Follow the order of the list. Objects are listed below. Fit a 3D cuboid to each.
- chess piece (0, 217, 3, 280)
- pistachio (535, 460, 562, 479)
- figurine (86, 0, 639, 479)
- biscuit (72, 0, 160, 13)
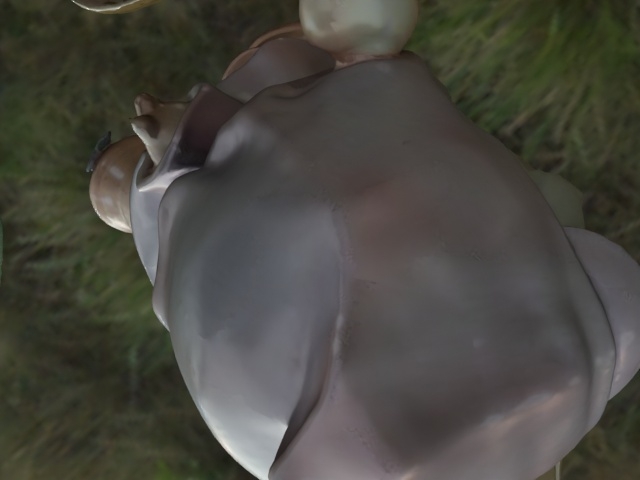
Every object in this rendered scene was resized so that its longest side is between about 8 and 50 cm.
[{"bbox_3d":[-0.238,0.018,0.393,0.194,0.299,0.195,23,121,44],"label":"chess piece"},{"bbox_3d":[0.054,0.104,0.807,0.152,0.126,0.223,-11,121,21],"label":"pistachio"},{"bbox_3d":[0.000,0.000,0.532,0.276,0.133,0.200,-137,32,-60],"label":"figurine"},{"bbox_3d":[-0.155,-0.271,0.826,0.320,0.047,0.183,43,101,2],"label":"biscuit"}]
